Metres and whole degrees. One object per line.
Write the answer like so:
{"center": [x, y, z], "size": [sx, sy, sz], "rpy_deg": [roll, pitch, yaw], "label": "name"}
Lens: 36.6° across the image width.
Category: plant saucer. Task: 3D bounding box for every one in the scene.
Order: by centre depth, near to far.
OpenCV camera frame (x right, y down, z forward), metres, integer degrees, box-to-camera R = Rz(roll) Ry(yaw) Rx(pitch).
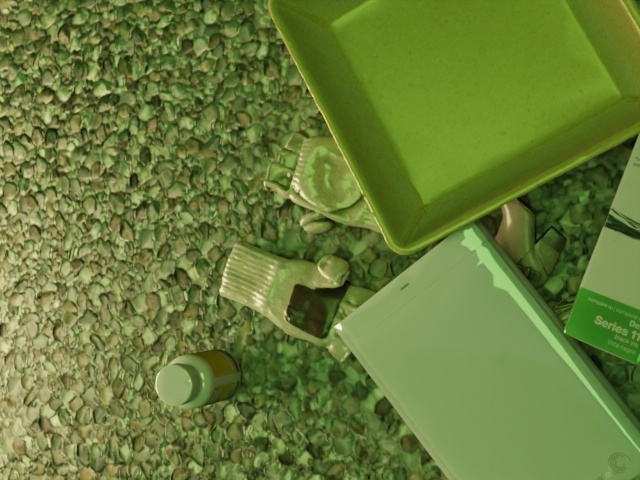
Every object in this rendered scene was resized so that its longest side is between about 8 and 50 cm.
{"center": [0.159, -0.197, 1.035], "size": [0.332, 0.081, 0.333], "rpy_deg": [-28, 78, 10], "label": "plant saucer"}

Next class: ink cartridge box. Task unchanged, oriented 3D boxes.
{"center": [0.337, 0.014, 0.946], "size": [0.087, 0.153, 0.208], "rpy_deg": [24, 98, 38], "label": "ink cartridge box"}

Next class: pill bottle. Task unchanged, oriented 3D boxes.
{"center": [-0.145, 0.165, 1.146], "size": [0.065, 0.116, 0.065], "rpy_deg": [-1, 88, 20], "label": "pill bottle"}

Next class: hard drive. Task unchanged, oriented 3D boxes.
{"center": [0.182, 0.156, 1.035], "size": [0.203, 0.040, 0.307], "rpy_deg": [-40, 83, 23], "label": "hard drive"}

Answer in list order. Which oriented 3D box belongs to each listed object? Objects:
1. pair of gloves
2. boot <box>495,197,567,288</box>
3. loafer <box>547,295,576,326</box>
{"center": [0.000, 0.000, 1.138], "size": [0.204, 0.042, 0.240], "rpy_deg": [28, 97, 19], "label": "pair of gloves"}
{"center": [0.207, 0.001, 1.062], "size": [0.118, 0.042, 0.087], "rpy_deg": [45, 105, 16], "label": "boot"}
{"center": [0.246, 0.084, 1.045], "size": [0.125, 0.045, 0.039], "rpy_deg": [-33, 71, 19], "label": "loafer"}
